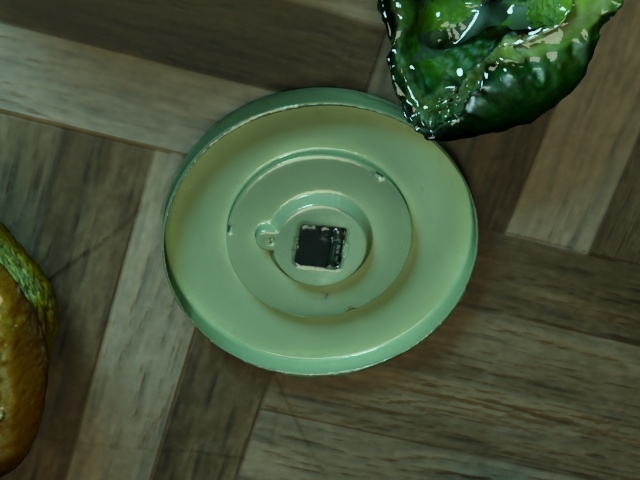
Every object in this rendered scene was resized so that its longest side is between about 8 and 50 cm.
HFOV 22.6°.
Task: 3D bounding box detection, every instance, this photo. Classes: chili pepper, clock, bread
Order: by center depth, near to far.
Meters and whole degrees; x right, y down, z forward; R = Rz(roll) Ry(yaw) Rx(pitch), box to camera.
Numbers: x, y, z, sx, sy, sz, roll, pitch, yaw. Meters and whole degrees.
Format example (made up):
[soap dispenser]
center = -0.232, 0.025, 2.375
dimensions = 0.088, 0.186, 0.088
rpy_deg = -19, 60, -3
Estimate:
[chili pepper]
center = 0.127, -0.191, 1.035
dimensions = 0.148, 0.116, 0.264
rpy_deg = 8, 120, -21
[bread]
center = -0.309, 0.062, 1.130
dimensions = 0.268, 0.146, 0.268
rpy_deg = 1, 119, 1
[clock]
center = 0.000, 0.000, 1.172
dimensions = 0.235, 0.029, 0.235
rpy_deg = -1, 120, -2
